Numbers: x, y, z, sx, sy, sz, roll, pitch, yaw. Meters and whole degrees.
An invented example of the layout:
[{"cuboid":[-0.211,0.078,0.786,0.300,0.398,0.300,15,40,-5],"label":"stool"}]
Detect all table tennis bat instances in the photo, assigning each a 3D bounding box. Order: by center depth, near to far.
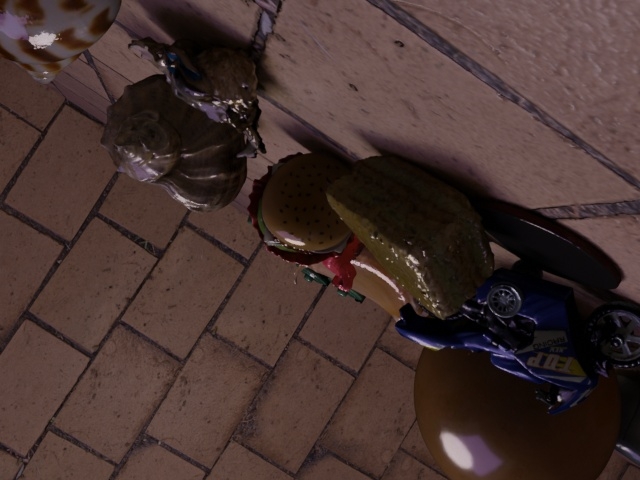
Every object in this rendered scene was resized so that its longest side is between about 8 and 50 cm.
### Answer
[{"cuboid":[0.220,-0.003,0.925,0.173,0.022,0.301,34,174,-29],"label":"table tennis bat"}]

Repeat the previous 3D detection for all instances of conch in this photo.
[{"cuboid":[-0.345,-0.282,0.954,0.182,0.149,0.275,36,173,2],"label":"conch"},{"cuboid":[-0.197,-0.166,1.196,0.210,0.159,0.291,40,-144,10],"label":"conch"}]

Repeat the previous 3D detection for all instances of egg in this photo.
[{"cuboid":[0.295,0.249,1.184,0.301,0.301,0.374,27,149,46],"label":"egg"}]

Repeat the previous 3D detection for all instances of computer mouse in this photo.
[{"cuboid":[0.554,0.310,1.360,0.188,0.122,0.371,34,-178,12],"label":"computer mouse"}]

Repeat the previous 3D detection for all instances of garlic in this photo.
[{"cuboid":[0.087,0.052,1.421,0.244,0.164,0.145,23,-165,4],"label":"garlic"}]

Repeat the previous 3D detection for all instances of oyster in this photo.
[{"cuboid":[-0.143,-0.195,0.959,0.222,0.083,0.214,37,173,14],"label":"oyster"}]

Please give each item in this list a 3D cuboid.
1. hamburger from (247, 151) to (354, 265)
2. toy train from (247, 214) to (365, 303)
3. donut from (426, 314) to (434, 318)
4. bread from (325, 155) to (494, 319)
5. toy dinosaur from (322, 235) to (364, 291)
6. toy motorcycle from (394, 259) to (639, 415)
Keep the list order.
[{"cuboid":[-0.014,-0.050,1.137,0.175,0.175,0.137,33,169,-7],"label":"hamburger"},{"cuboid":[0.000,0.000,1.678,0.237,0.150,0.369,41,171,-21],"label":"toy train"},{"cuboid":[0.363,0.232,1.826,0.277,0.109,0.277,31,175,3],"label":"donut"},{"cuboid":[0.105,-0.014,0.919,0.196,0.102,0.138,39,165,50],"label":"bread"},{"cuboid":[0.020,-0.046,1.329,0.070,0.139,0.286,9,-130,-37],"label":"toy dinosaur"},{"cuboid":[0.245,0.118,0.977,0.315,0.169,0.113,16,-157,25],"label":"toy motorcycle"}]
